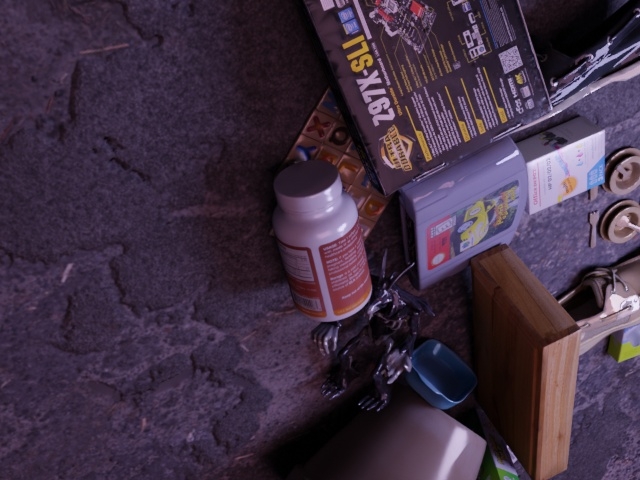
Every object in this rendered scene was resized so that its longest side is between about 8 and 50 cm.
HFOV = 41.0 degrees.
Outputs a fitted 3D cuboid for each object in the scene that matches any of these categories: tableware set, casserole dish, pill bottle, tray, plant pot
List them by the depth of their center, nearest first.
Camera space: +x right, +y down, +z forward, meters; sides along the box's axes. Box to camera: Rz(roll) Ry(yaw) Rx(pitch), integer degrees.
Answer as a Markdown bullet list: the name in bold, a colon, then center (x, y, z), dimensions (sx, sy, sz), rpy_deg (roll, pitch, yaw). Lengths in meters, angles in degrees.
- **pill bottle**: center (0.000, 0.000, 1.211), dimensions (0.121, 0.121, 0.216), rpy_deg (-21, 128, -12)
- **tray**: center (0.335, 0.218, 1.435), dimensions (0.076, 0.203, 0.411), rpy_deg (-24, 137, -10)
- **casserole dish**: center (0.199, 0.228, 1.441), dimensions (0.037, 0.114, 0.188), rpy_deg (-52, 166, 22)
- **plant pot**: center (0.130, 0.409, 1.467), dimensions (0.323, 0.323, 0.280), rpy_deg (39, 82, -38)
- **tableware set**: center (0.532, -0.071, 1.484), dimensions (0.128, 0.039, 0.194), rpy_deg (-22, 128, -11)

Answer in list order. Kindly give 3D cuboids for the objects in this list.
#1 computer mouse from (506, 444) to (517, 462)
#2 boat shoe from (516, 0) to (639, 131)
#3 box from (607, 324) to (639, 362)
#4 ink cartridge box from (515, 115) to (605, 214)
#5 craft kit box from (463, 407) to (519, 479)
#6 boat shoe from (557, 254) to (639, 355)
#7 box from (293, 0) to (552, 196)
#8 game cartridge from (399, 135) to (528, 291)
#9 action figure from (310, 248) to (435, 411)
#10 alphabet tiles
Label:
- **computer mouse**: center (0.404, 0.386, 1.723), dimensions (0.193, 0.042, 0.106), rpy_deg (-42, 134, -3)
- **boat shoe**: center (0.346, -0.253, 1.231), dimensions (0.340, 0.127, 0.113), rpy_deg (-25, 103, 9)
- **box**: center (0.625, 0.147, 1.671), dimensions (0.109, 0.042, 0.178), rpy_deg (-16, 127, -16)
- **ink cartridge box**: center (0.358, -0.112, 1.359), dimensions (0.181, 0.062, 0.104), rpy_deg (-23, 128, -10)
- **craft kit box**: center (0.265, 0.478, 1.585), dimensions (0.060, 0.247, 0.250), rpy_deg (26, 108, -13)
- **boat shoe**: center (0.521, 0.103, 1.554), dimensions (0.302, 0.109, 0.098), rpy_deg (-34, 130, 5)
- **box**: center (0.126, -0.255, 1.086), dimensions (0.257, 0.079, 0.322), rpy_deg (-27, 111, -4)
- **game cartridge**: center (0.216, -0.040, 1.279), dimensions (0.196, 0.060, 0.294), rpy_deg (-31, 152, -8)
- **action figure**: center (0.080, 0.154, 1.340), dimensions (0.141, 0.164, 0.276), rpy_deg (-49, 155, -49)
- **alphabet tiles**: center (0.029, -0.089, 1.250), dimensions (0.198, 0.009, 0.237), rpy_deg (20, 110, -34)
